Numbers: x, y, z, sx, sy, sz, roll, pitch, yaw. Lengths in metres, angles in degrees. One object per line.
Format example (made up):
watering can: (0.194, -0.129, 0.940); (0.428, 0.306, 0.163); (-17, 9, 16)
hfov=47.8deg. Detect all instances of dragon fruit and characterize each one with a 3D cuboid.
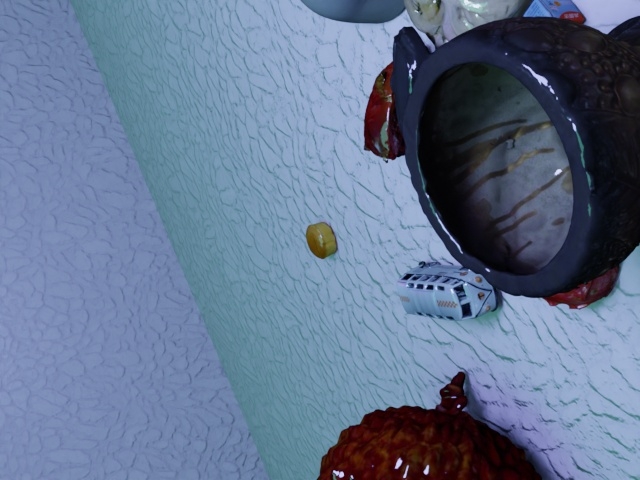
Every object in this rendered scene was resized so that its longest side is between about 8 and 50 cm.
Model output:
dragon fruit: (0.306, 0.035, 0.957); (0.153, 0.110, 0.153); (45, 150, 35)
dragon fruit: (0.107, -0.220, 1.132); (0.120, 0.127, 0.161); (24, 134, 47)

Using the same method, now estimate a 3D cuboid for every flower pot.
flower pot: (0.264, -0.106, 0.733); (0.266, 0.267, 0.267); (44, 145, 42)

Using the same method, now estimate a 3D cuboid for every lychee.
lychee: (0.185, 0.465, 1.238); (0.424, 0.424, 0.500); (129, 155, -63)

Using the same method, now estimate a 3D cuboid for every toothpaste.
toothpaste: (0.255, -0.220, 0.909); (0.044, 0.070, 0.193); (63, 149, 22)

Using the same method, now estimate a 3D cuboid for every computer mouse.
computer mouse: (0.154, -0.167, 1.021); (0.270, 0.086, 0.137); (59, -169, -20)

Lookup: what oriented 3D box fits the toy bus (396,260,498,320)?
toy bus: (0.209, 0.088, 1.218); (0.194, 0.089, 0.087); (1, 112, 62)

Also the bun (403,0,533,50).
bun: (0.174, -0.335, 0.901); (0.210, 0.116, 0.237); (30, 139, 54)

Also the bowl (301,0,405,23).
bowl: (0.010, -0.460, 1.094); (0.289, 0.146, 0.289); (45, 147, 41)

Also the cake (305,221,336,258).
cake: (0.000, 0.000, 1.623); (0.084, 0.044, 0.084); (42, 143, 42)
